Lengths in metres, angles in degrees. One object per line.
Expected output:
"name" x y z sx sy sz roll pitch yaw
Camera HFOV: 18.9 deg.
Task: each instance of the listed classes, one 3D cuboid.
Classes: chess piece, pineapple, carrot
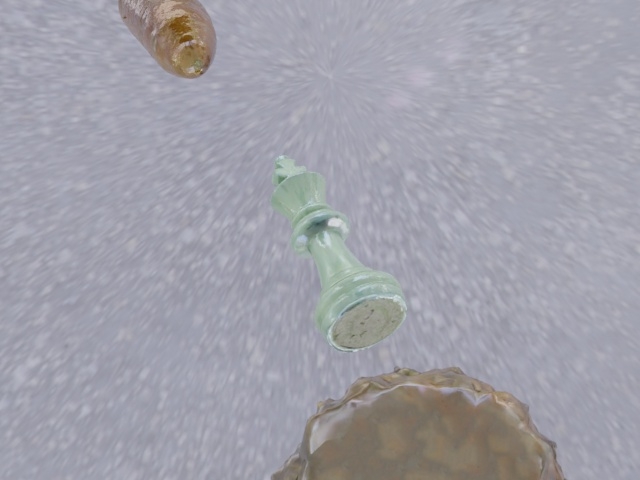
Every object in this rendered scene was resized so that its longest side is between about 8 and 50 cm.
"chess piece" 0.000 0.000 1.235 0.059 0.059 0.149 -32 54 3
"pineapple" 0.065 0.184 1.066 0.169 0.340 0.169 -2 70 6
"carrot" -0.084 -0.125 1.118 0.048 0.139 0.048 -5 110 -14
